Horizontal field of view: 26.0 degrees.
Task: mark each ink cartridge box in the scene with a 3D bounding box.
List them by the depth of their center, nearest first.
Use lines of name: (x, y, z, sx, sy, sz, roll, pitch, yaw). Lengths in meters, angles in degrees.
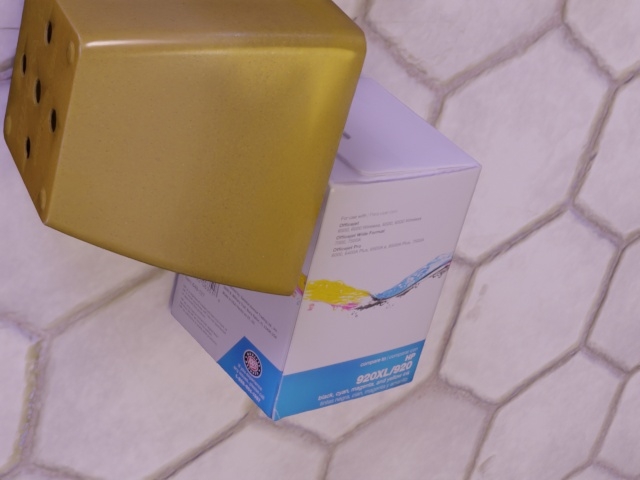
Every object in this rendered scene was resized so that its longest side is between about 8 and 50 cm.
ink cartridge box: (0.000, 0.000, 1.201, 0.168, 0.171, 0.232, -10, 128, -37)

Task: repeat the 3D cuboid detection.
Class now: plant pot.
plant pot: (-0.115, -0.101, 1.004, 0.187, 0.212, 0.212, 1, 121, -28)
